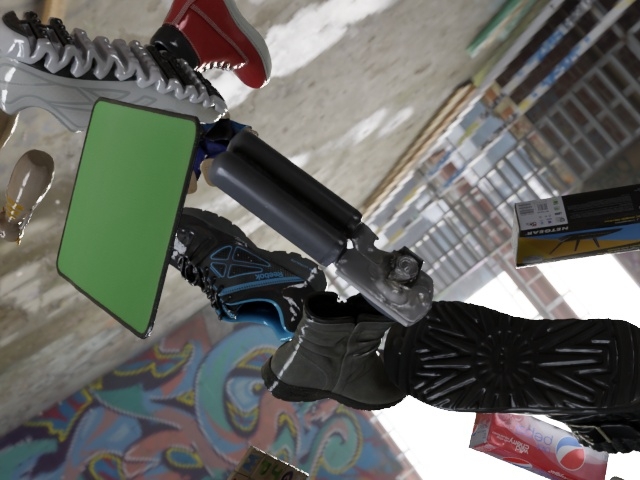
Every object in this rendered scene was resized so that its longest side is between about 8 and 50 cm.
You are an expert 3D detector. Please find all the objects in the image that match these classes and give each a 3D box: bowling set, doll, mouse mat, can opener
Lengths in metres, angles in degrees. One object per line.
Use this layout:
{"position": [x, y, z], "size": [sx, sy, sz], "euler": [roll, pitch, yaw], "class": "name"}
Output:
{"position": [-0.506, -0.135, 1.039], "size": [0.200, 0.287, 0.154], "euler": [-2, 140, -47], "class": "bowling set"}
{"position": [-0.148, -0.133, 1.080], "size": [0.129, 0.046, 0.189], "euler": [-15, -148, 10], "class": "doll"}
{"position": [-0.148, -0.026, 0.575], "size": [0.007, 0.190, 0.152], "euler": [12, 96, -38], "class": "mouse mat"}
{"position": [0.000, 0.000, 0.852], "size": [0.076, 0.283, 0.095], "euler": [-56, -176, -36], "class": "can opener"}

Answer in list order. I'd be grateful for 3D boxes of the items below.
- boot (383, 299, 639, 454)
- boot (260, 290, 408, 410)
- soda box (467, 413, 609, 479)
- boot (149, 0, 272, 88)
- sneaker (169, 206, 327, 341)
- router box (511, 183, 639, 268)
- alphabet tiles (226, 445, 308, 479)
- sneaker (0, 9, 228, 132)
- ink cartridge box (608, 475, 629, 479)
{"position": [0.279, 0.179, 0.983], "size": [0.348, 0.131, 0.260], "euler": [4, 163, 35], "class": "boot"}
{"position": [0.059, 0.137, 0.979], "size": [0.246, 0.083, 0.161], "euler": [7, 133, -35], "class": "boot"}
{"position": [0.432, 0.408, 1.539], "size": [0.083, 0.263, 0.092], "euler": [130, -18, -64], "class": "soda box"}
{"position": [-0.168, -0.269, 1.189], "size": [0.244, 0.088, 0.176], "euler": [51, 55, -55], "class": "boot"}
{"position": [-0.162, 0.052, 1.305], "size": [0.125, 0.341, 0.139], "euler": [104, 8, -52], "class": "sneaker"}
{"position": [0.353, -0.018, 1.058], "size": [0.179, 0.046, 0.133], "euler": [-9, 155, 8], "class": "router box"}
{"position": [-0.123, 0.418, 1.123], "size": [0.237, 0.009, 0.198], "euler": [-55, 147, -10], "class": "alphabet tiles"}
{"position": [-0.256, -0.186, 0.962], "size": [0.292, 0.110, 0.118], "euler": [10, 119, -33], "class": "sneaker"}
{"position": [0.469, 0.515, 1.058], "size": [0.223, 0.307, 0.129], "euler": [-48, -169, -15], "class": "ink cartridge box"}
